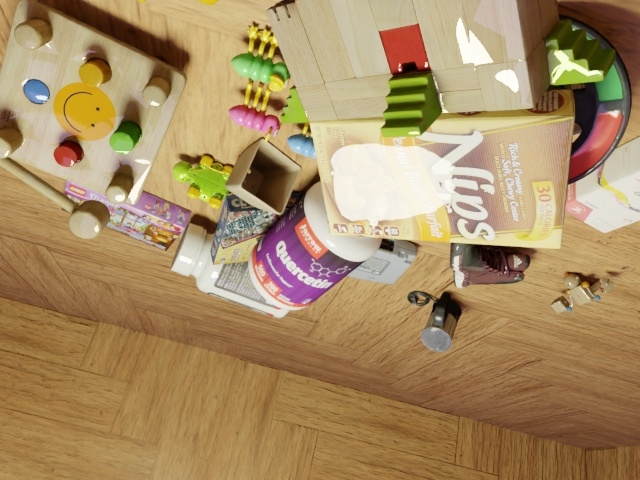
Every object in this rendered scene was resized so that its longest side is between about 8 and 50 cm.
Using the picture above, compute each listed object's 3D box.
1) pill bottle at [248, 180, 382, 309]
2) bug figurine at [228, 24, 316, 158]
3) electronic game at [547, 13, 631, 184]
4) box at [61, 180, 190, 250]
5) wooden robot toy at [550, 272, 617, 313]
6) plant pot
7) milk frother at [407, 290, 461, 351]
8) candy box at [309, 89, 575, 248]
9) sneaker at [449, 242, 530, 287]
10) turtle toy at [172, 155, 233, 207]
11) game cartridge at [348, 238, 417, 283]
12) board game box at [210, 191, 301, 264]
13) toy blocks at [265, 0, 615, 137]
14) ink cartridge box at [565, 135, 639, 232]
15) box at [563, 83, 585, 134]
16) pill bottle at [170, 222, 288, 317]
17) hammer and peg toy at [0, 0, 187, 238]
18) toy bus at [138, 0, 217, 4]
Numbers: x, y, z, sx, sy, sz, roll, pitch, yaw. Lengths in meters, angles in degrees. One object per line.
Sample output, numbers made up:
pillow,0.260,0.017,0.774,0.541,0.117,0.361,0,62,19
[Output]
pill bottle,0.000,0.000,1.089,0.181,0.182,0.323,26,134,-24
bug figurine,-0.039,-0.214,0.849,0.216,0.072,0.279,16,155,-5
electronic game,0.274,-0.173,0.694,0.229,0.048,0.229,20,128,28
box,-0.504,-0.076,1.373,0.293,0.057,0.201,24,152,-20
wooden robot toy,0.586,0.103,1.219,0.079,0.076,0.173,49,154,8
plant pot,-0.123,-0.121,1.052,0.109,0.109,0.096,34,159,-35
milk frother,0.302,0.215,1.474,0.143,0.135,0.129,-7,117,31
candy box,0.157,-0.094,0.709,0.316,0.087,0.183,4,127,22
sneaker,0.361,0.028,1.130,0.162,0.107,0.281,-1,162,17
turtle toy,-0.247,-0.128,1.121,0.130,0.095,0.066,24,173,-18
game cartridge,0.065,0.027,1.309,0.297,0.062,0.198,16,158,-5
board game box,-0.152,-0.024,1.213,0.165,0.042,0.243,-6,153,-24
toy blocks,0.073,-0.268,0.548,0.381,0.191,0.261,7,133,41
ink cartridge box,0.495,-0.090,0.840,0.115,0.067,0.198,23,153,-17
box,0.239,-0.162,0.826,0.324,0.067,0.063,-15,142,43
pill bottle,-0.217,0.073,1.397,0.318,0.176,0.176,23,153,-18
hammer and peg toy,-0.406,-0.166,0.868,0.265,0.127,0.361,24,115,-18
toy bus,-0.226,-0.374,0.548,0.108,0.130,0.332,-13,144,43
